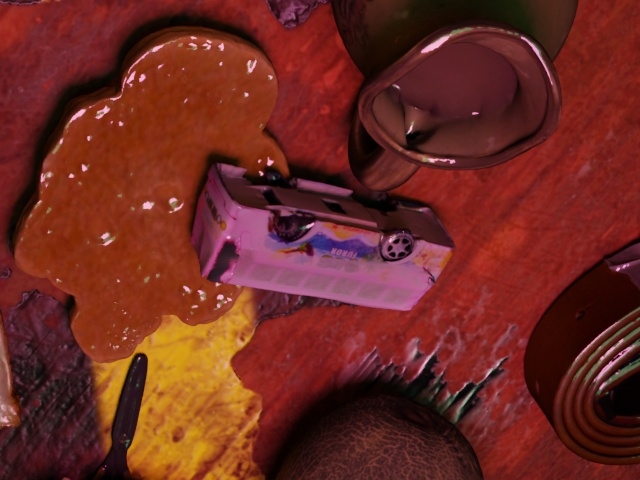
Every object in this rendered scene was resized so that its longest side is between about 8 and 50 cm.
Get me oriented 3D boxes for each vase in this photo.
[{"bbox_3d":[0.108,-0.177,1.778,0.241,0.302,0.329,17,138,-16],"label":"vase"}]

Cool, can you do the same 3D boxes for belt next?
[{"bbox_3d":[0.392,0.105,2.061,0.338,0.122,0.217,-31,118,3],"label":"belt"}]

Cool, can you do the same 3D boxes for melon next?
[{"bbox_3d":[0.050,0.316,1.997,0.237,0.237,0.302,14,109,-19],"label":"melon"}]

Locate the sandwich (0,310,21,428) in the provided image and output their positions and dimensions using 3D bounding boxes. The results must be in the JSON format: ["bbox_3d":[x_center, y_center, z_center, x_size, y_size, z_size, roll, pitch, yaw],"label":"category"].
[{"bbox_3d":[-0.445,0.105,1.873,0.251,0.087,0.226,-13,113,-11],"label":"sandwich"}]

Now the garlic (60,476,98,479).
[{"bbox_3d":[-0.215,0.400,2.023,0.325,0.132,0.279,35,111,-25],"label":"garlic"}]

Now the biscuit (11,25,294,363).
[{"bbox_3d":[-0.164,-0.042,1.898,0.269,0.051,0.376,16,108,-24],"label":"biscuit"}]

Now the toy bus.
[{"bbox_3d":[0.000,0.000,1.903,0.274,0.090,0.112,11,122,-31],"label":"toy bus"}]

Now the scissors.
[{"bbox_3d":[-0.217,0.222,2.017,0.088,0.017,0.220,10,109,-16],"label":"scissors"}]
